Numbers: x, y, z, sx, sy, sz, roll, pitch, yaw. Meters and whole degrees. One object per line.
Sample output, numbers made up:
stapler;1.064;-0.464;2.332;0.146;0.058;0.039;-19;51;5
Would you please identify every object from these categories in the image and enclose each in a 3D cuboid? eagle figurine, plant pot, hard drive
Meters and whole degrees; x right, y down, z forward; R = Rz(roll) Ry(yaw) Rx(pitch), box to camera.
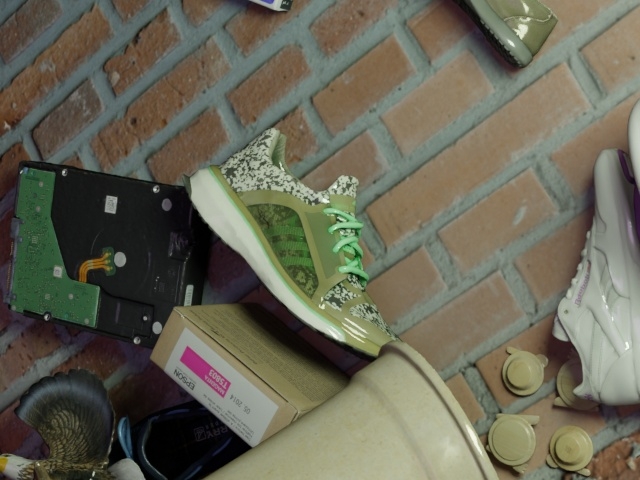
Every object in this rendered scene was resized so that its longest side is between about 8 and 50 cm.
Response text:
eagle figurine;-0.356;0.323;1.987;0.226;0.298;0.225;-40;97;5
plant pot;0.021;0.330;1.664;0.305;0.334;0.333;-24;73;-14
hard drive;-0.315;0.019;2.109;0.339;0.064;0.236;10;95;31

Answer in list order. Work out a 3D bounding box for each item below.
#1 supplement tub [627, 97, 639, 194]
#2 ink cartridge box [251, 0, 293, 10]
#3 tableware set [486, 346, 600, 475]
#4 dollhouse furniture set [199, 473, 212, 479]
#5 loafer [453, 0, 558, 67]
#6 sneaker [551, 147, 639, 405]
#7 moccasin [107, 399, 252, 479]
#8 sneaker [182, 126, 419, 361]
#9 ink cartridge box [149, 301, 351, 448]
supplement tub;0.512;-0.103;1.491;0.325;0.235;0.235;-23;78;30
ink cartridge box;-0.099;-0.444;1.985;0.208;0.045;0.206;26;103;28
tableware set;0.279;0.210;1.763;0.141;0.020;0.168;12;95;29
dollhouse furniture set;-0.105;0.432;1.898;0.161;0.212;0.242;-30;48;27
loafer;0.202;-0.328;1.783;0.087;0.094;0.251;-37;79;1
sneaker;0.331;0.046;1.674;0.152;0.114;0.305;-8;86;31
moccasin;-0.217;0.282;2.014;0.342;0.117;0.137;-33;73;30
sneaker;0.000;0.000;1.879;0.182;0.158;0.410;-47;71;4
ink cartridge box;-0.076;0.180;1.883;0.235;0.193;0.088;38;110;27
